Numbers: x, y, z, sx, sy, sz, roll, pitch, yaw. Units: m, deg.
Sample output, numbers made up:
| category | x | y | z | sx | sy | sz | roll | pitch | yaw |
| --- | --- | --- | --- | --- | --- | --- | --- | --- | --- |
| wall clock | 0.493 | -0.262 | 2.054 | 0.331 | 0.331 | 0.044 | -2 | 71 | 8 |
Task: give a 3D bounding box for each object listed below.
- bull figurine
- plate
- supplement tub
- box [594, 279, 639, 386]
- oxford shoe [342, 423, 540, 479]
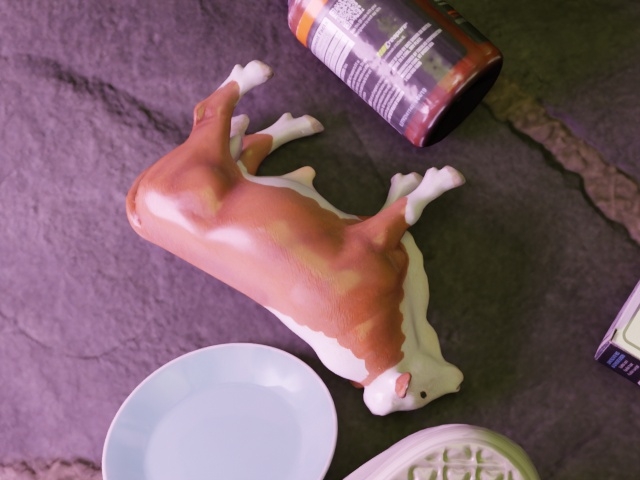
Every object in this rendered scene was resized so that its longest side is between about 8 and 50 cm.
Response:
| category | x | y | z | sx | sy | sz | roll | pitch | yaw |
| --- | --- | --- | --- | --- | --- | --- | --- | --- | --- |
| bull figurine | 0.000 | 0.000 | 1.262 | 0.310 | 0.101 | 0.188 | 31 | 76 | 6 |
| plate | -0.077 | 0.161 | 1.234 | 0.188 | 0.024 | 0.188 | -8 | 48 | 9 |
| supplement tub | 0.047 | -0.175 | 1.297 | 0.106 | 0.106 | 0.198 | -44 | 79 | -8 |
| box | 0.382 | 0.089 | 1.232 | 0.290 | 0.087 | 0.169 | 30 | 79 | 8 |
| oxford shoe | -0.016 | 0.297 | 1.185 | 0.449 | 0.130 | 0.169 | -41 | 90 | 8 |
